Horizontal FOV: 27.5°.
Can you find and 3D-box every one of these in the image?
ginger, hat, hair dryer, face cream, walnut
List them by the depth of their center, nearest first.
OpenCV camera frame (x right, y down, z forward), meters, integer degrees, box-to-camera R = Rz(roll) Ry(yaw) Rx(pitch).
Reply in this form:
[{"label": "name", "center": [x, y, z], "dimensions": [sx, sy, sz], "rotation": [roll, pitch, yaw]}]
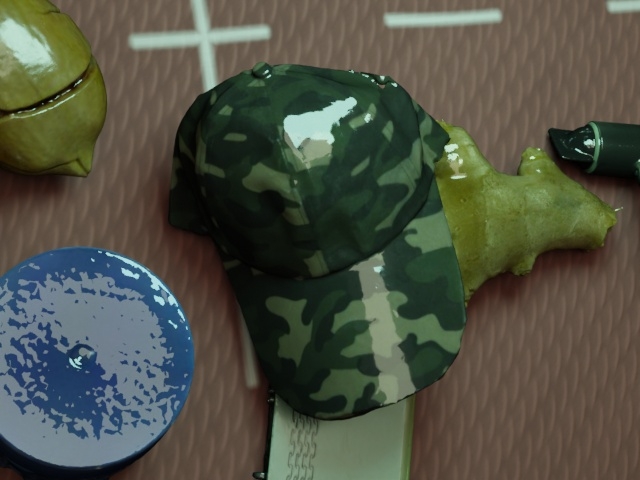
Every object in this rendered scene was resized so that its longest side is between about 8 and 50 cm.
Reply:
[{"label": "face cream", "center": [-0.281, 0.152, 1.498], "dimensions": [0.249, 0.225, 0.249], "rotation": [4, 74, -14]}, {"label": "hat", "center": [0.000, 0.000, 1.545], "dimensions": [0.366, 0.257, 0.382], "rotation": [-22, 58, 10]}, {"label": "walnut", "center": [-0.368, -0.198, 1.570], "dimensions": [0.203, 0.203, 0.298], "rotation": [-46, 109, -18]}, {"label": "ginger", "center": [0.203, -0.041, 1.733], "dimensions": [0.375, 0.166, 0.236], "rotation": [-17, 66, -34]}, {"label": "hair dryer", "center": [0.424, -0.069, 1.749], "dimensions": [0.195, 0.078, 0.248], "rotation": [3, 40, -13]}]

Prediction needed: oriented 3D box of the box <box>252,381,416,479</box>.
[{"label": "box", "center": [0.023, 0.213, 1.655], "dimensions": [0.210, 0.045, 0.270], "rotation": [7, 77, -13]}]
